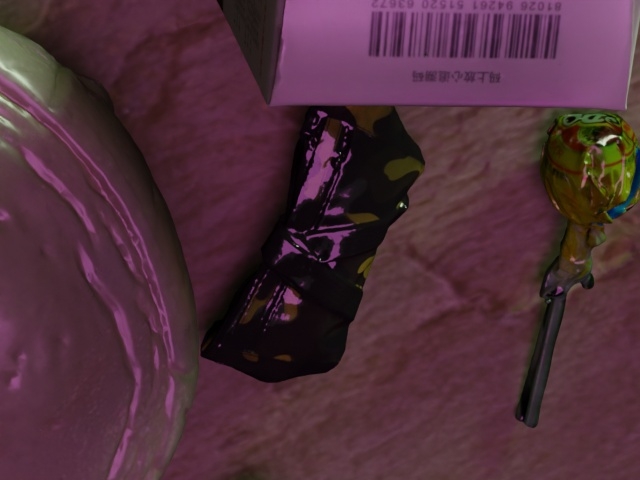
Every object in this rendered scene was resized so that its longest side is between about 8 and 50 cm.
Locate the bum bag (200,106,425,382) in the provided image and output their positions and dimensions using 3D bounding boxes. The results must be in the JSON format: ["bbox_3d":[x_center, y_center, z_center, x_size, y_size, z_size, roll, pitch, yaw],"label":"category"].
[{"bbox_3d":[0.000,0.000,1.148,0.106,0.060,0.233,18,109,-26],"label":"bum bag"}]

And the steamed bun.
[{"bbox_3d":[-0.204,0.009,1.016,0.236,0.247,0.384,-34,108,-8],"label":"steamed bun"}]

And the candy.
[{"bbox_3d":[0.184,0.028,1.198,0.077,0.073,0.262,-11,123,-36],"label":"candy"}]

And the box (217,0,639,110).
[{"bbox_3d":[0.048,-0.166,0.960,0.200,0.299,0.106,0,110,-11],"label":"box"}]
